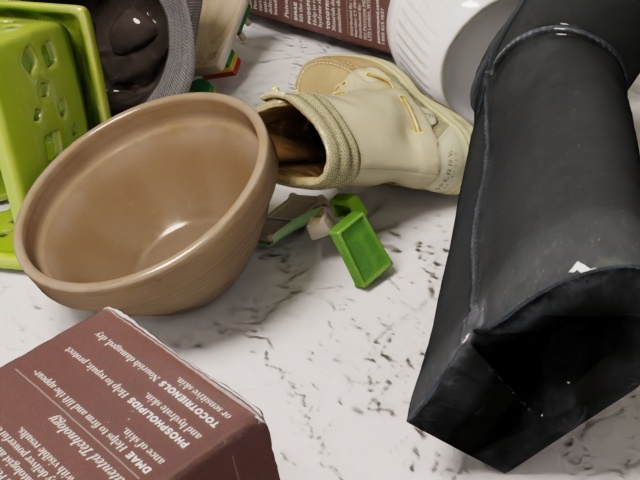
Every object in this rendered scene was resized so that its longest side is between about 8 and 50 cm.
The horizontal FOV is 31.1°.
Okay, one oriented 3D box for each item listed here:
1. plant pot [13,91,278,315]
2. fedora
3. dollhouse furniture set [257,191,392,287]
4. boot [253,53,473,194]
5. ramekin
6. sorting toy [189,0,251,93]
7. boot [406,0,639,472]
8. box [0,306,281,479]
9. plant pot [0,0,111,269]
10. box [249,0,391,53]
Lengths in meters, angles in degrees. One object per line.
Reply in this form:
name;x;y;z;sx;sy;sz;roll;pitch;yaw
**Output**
plant pot;-0.136;-0.012;0.999;0.237;0.109;0.237;-14;41;13
fedora;-0.215;-0.233;1.255;0.243;0.275;0.124;47;36;5
dollhouse furniture set;0.000;0.000;1.049;0.076;0.058;0.152;-39;24;-26
boot;0.003;-0.117;1.104;0.203;0.095;0.262;-3;31;-38
ramekin;0.180;-0.208;1.161;0.207;0.207;0.109;-14;43;-8
sorting toy;-0.143;-0.245;1.386;0.132;0.046;0.274;-4;55;31
boot;0.200;-0.101;0.838;0.146;0.367;0.445;22;40;0
box;-0.146;0.179;0.686;0.203;0.168;0.167;-32;41;-30
plant pot;-0.335;-0.123;1.141;0.228;0.227;0.207;7;31;24
box;0.015;-0.357;1.459;0.191;0.143;0.381;-27;38;-36
